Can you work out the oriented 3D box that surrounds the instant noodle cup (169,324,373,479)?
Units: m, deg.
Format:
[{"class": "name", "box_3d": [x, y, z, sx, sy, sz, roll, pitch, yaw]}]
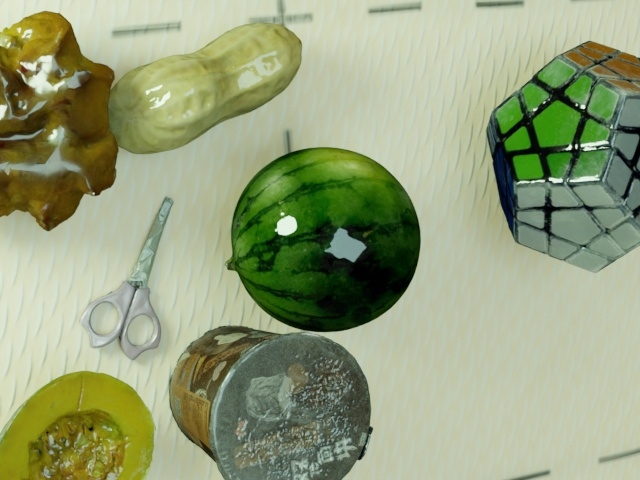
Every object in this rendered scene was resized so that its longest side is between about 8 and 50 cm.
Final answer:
[{"class": "instant noodle cup", "box_3d": [-0.076, 0.206, 1.623, 0.217, 0.207, 0.217, -3, 97, -27]}]

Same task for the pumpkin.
[{"class": "pumpkin", "box_3d": [-0.318, 0.257, 1.574, 0.217, 0.110, 0.217, -6, 100, -38]}]

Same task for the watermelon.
[{"class": "watermelon", "box_3d": [0.005, -0.001, 1.623, 0.242, 0.242, 0.242, -3, 97, -26]}]

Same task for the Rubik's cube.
[{"class": "Rubik's cube", "box_3d": [0.376, -0.117, 1.778, 0.264, 0.319, 0.319, -12, 102, 2]}]

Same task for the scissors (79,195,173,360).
[{"class": "scissors", "box_3d": [-0.227, 0.045, 1.634, 0.110, 0.021, 0.212, 23, 86, -29]}]

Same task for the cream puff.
[{"class": "cream puff", "box_3d": [-0.347, -0.136, 1.488, 0.241, 0.155, 0.269, 14, 96, -22]}]

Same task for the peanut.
[{"class": "peanut", "box_3d": [-0.141, -0.195, 1.593, 0.274, 0.125, 0.111, -30, 89, -20]}]
